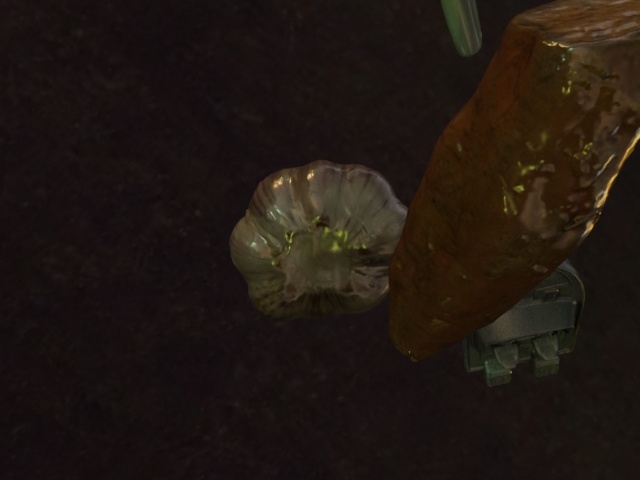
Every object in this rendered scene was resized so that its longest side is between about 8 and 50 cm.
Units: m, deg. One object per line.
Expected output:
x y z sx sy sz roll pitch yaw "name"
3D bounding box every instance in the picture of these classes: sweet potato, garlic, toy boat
0.099 -0.029 0.461 0.097 0.251 0.097 19 36 -15 "sweet potato"
0.000 0.000 0.750 0.147 0.159 0.102 48 15 -17 "garlic"
0.233 0.087 1.000 0.319 0.141 0.092 70 9 -60 "toy boat"

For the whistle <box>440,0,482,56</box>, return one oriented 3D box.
0.104 -0.282 0.767 0.110 0.092 0.244 -68 145 -53 "whistle"
